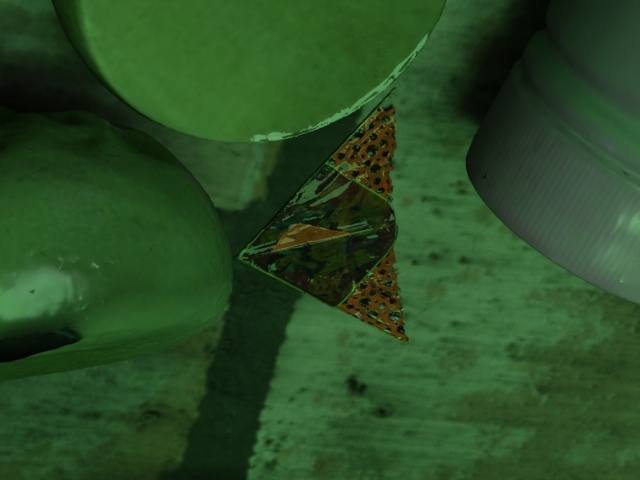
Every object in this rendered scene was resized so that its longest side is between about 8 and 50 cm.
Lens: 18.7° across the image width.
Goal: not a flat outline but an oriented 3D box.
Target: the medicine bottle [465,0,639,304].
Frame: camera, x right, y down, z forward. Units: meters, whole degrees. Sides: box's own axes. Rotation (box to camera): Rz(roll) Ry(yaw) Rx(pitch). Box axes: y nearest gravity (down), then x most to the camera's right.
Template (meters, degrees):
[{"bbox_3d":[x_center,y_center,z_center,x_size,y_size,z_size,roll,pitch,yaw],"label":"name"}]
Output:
[{"bbox_3d":[0.250,-0.134,1.239,0.202,0.202,0.316,17,117,-28],"label":"medicine bottle"}]

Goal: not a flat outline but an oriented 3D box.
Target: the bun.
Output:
[{"bbox_3d":[-0.197,-0.006,1.173,0.283,0.283,0.179,-10,84,-12],"label":"bun"}]

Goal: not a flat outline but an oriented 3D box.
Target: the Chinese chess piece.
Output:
[{"bbox_3d":[-0.042,-0.180,1.170,0.250,0.101,0.250,-9,126,-13],"label":"Chinese chess piece"}]

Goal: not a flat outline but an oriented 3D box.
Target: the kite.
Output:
[{"bbox_3d":[0.000,0.000,1.371,0.125,0.008,0.222,-11,126,-8],"label":"kite"}]
